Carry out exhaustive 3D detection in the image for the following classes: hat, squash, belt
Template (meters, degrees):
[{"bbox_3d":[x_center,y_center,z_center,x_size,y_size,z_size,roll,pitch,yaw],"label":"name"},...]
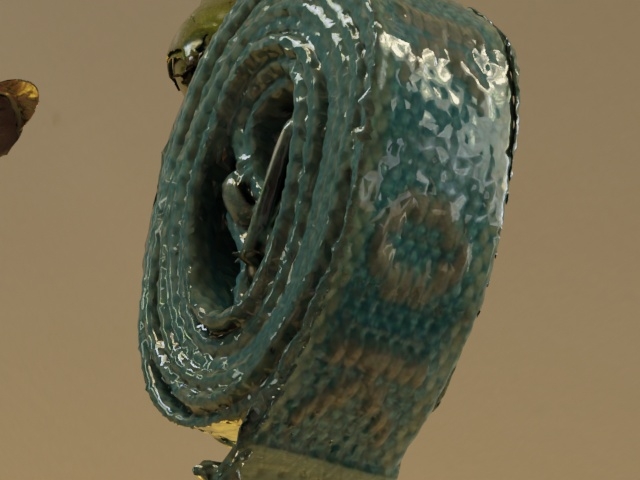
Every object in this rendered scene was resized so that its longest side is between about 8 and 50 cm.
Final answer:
[{"bbox_3d":[-0.220,-0.088,1.303,0.058,0.087,0.042,-32,-109,-22],"label":"hat"},{"bbox_3d":[-0.050,-0.122,1.265,0.087,0.331,0.087,1,-78,2],"label":"squash"},{"bbox_3d":[0.003,-0.008,0.659,0.082,0.147,0.163,21,-78,-29],"label":"belt"}]
